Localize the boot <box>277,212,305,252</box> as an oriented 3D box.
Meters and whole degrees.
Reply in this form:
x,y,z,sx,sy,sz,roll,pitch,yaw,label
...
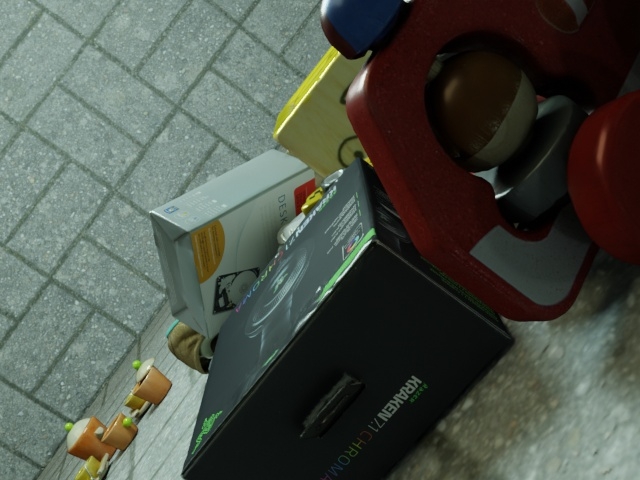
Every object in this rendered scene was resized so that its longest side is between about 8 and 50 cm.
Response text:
x,y,z,sx,sy,sz,roll,pitch,yaw,label
0.000,0.000,1.027,0.123,0.095,0.258,-34,2,13,boot

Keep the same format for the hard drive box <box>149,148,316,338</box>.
x,y,z,sx,sy,sz,roll,pitch,yaw,label
-0.113,-0.001,1.137,0.232,0.089,0.181,-34,-47,-36,hard drive box

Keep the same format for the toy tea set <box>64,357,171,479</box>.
x,y,z,sx,sy,sz,roll,pitch,yaw,label
-0.465,0.386,1.749,0.336,0.124,0.200,-53,11,2,toy tea set

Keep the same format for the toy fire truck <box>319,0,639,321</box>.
x,y,z,sx,sy,sz,roll,pitch,yaw,label
0.133,-0.117,0.506,0.302,0.254,0.169,-57,12,-19,toy fire truck

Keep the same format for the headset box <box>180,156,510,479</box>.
x,y,z,sx,sy,sz,roll,pitch,yaw,label
0.014,0.087,0.692,0.246,0.131,0.283,-51,12,15,headset box

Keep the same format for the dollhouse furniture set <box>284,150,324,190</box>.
x,y,z,sx,sy,sz,roll,pitch,yaw,label
-0.017,-0.101,1.404,0.144,0.123,0.151,-45,14,36,dollhouse furniture set

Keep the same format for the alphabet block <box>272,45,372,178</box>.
x,y,z,sx,sy,sz,roll,pitch,yaw,label
0.072,-0.161,1.034,0.192,0.197,0.193,-52,12,11,alphabet block

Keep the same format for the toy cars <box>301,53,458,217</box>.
x,y,z,sx,sy,sz,roll,pitch,yaw,label
0.108,-0.152,0.806,0.087,0.177,0.393,-100,28,-67,toy cars

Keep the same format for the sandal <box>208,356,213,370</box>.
x,y,z,sx,sy,sz,roll,pitch,yaw,label
-0.059,0.121,1.103,0.254,0.054,0.097,-38,16,18,sandal

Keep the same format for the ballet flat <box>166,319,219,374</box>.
x,y,z,sx,sy,sz,roll,pitch,yaw,label
-0.139,0.097,1.322,0.342,0.124,0.116,-53,-24,22,ballet flat
